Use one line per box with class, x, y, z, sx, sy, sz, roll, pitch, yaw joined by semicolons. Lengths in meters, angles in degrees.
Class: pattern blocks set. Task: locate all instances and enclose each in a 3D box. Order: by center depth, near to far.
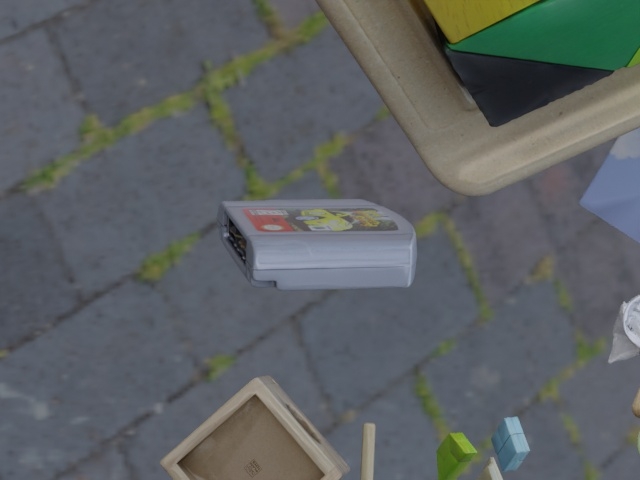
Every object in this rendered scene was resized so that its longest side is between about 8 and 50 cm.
pattern blocks set;0.190;0.355;2.100;0.026;0.325;0.285;-3;64;-22

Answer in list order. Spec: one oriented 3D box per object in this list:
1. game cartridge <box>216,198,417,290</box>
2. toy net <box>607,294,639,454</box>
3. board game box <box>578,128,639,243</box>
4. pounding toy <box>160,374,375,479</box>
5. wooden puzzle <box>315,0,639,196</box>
game cartridge;0.000;0.000;2.016;0.196;0.294;0.060;3;101;-12
toy net;0.287;0.095;1.446;0.045;0.122;0.232;44;15;-31
board game box;0.235;-0.060;0.813;0.160;0.211;0.039;34;30;12
pounding toy;-0.015;0.231;1.778;0.181;0.094;0.206;-42;83;3
wooden puzzle;0.097;-0.125;0.622;0.238;0.221;0.044;53;17;-44
